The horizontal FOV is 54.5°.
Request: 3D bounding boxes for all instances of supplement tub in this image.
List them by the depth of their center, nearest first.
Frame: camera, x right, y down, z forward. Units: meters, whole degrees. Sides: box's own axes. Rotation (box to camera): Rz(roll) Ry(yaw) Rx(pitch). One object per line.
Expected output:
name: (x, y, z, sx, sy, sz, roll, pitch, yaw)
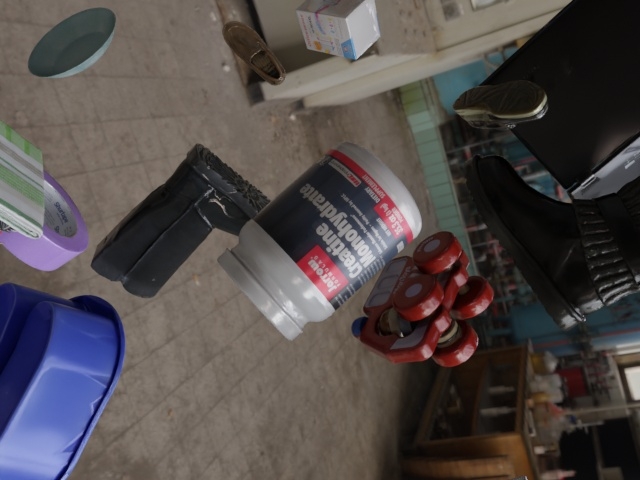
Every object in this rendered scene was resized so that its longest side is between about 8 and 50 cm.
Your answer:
supplement tub: (0.000, 0.000, 0.946, 0.191, 0.272, 0.191, 47, -6, 6)

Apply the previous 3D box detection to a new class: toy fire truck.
toy fire truck: (0.191, 0.132, 1.285, 0.169, 0.254, 0.302, 51, 48, -21)

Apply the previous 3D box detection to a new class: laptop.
laptop: (0.595, -0.273, 1.258, 0.408, 0.382, 0.236, 30, 22, -51)

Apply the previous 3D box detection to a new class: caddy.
caddy: (-0.441, 0.231, 0.946, 0.179, 0.241, 0.341, 43, 68, -52)

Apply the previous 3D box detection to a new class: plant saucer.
plant saucer: (-0.469, -0.371, 1.197, 0.037, 0.195, 0.194, 57, 28, -50)

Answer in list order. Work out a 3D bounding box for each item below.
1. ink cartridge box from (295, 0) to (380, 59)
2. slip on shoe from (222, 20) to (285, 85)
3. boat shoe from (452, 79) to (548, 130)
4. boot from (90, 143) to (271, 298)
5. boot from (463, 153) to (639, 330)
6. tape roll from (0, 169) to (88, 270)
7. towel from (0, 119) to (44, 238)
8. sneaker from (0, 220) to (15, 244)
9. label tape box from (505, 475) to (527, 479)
ink cartridge box: (0.028, -0.424, 1.206, 0.090, 0.143, 0.092, -50, 143, -25)
slip on shoe: (-0.113, -0.318, 1.054, 0.135, 0.051, 0.041, 49, 7, -10)
boat shoe: (0.335, -0.239, 1.135, 0.073, 0.224, 0.080, 41, 81, -28)
boot: (-0.340, 0.015, 1.660, 0.367, 0.445, 0.146, 43, 17, -14)
boot: (0.420, -0.054, 1.002, 0.131, 0.260, 0.347, 0, 56, -59)
tape roll: (-0.695, -0.063, 1.515, 0.274, 0.090, 0.275, 57, 6, -10)
towel: (-0.380, -0.083, 0.746, 0.113, 0.023, 0.152, 51, 15, -51)
sneaker: (-0.657, -0.057, 1.216, 0.112, 0.299, 0.120, -3, 73, -55)
label tape box: (0.166, 0.462, 0.867, 0.348, 0.249, 0.115, 5, 62, -62)
